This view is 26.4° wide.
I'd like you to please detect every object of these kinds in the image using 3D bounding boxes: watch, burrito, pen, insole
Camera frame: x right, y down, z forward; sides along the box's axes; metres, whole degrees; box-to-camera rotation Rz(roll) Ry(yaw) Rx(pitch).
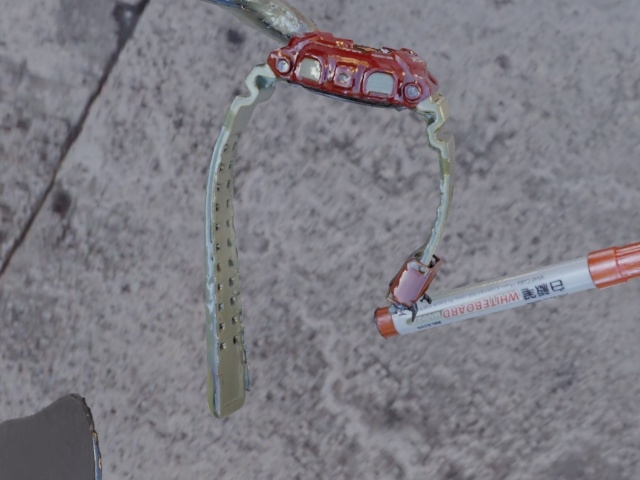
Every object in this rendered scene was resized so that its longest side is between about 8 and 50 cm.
[{"bbox_3d":[0.006,-0.006,0.926,0.165,0.102,0.268,4,100,10],"label":"watch"},{"bbox_3d":[-0.057,-0.187,1.060,0.171,0.051,0.042,26,91,-43],"label":"burrito"},{"bbox_3d":[0.149,0.035,1.003,0.028,0.239,0.028,40,42,-49],"label":"pen"},{"bbox_3d":[-0.183,0.158,0.830,0.007,0.328,0.111,-1,71,-27],"label":"insole"}]
